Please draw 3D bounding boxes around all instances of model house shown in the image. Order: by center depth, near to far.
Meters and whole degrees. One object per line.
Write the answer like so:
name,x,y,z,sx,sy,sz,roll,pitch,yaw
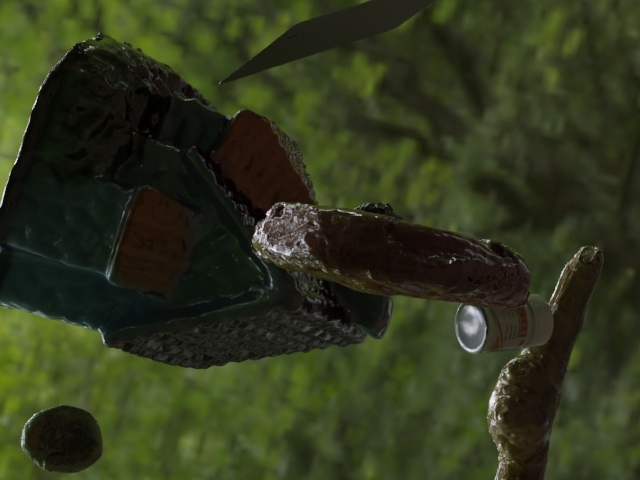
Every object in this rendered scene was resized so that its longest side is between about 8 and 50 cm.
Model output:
model house,-0.099,-0.003,1.962,0.297,0.339,0.360,-67,-16,-3

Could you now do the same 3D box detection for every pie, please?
pie,0.044,0.012,1.261,0.182,0.182,0.050,21,-99,-80
pie,-0.264,0.203,2.006,0.017,0.085,0.085,-97,16,-66

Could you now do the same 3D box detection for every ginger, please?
ginger,0.256,0.162,2.291,0.148,0.081,0.334,35,-109,-48

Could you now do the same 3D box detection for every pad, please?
pad,0.029,-0.227,2.061,0.265,0.009,0.159,-22,-5,-38

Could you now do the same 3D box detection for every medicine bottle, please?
medicine bottle,0.187,0.084,2.002,0.089,0.057,0.057,-3,-66,-34

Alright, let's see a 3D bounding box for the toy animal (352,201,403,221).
toy animal,0.001,0.018,2.370,0.219,0.069,0.086,-20,-74,-28
